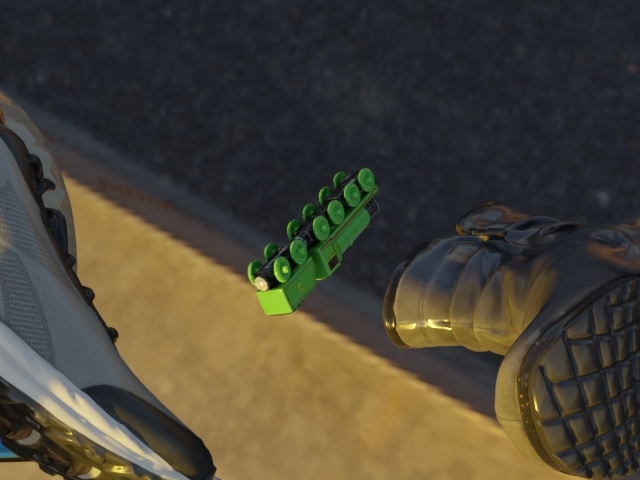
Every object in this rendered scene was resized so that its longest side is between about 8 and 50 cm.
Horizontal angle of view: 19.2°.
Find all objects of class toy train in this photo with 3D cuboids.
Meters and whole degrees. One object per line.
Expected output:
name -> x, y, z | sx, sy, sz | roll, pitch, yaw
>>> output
toy train -> 0.000, 0.000, 0.701 | 0.017, 0.023, 0.083 | -8, 25, 36

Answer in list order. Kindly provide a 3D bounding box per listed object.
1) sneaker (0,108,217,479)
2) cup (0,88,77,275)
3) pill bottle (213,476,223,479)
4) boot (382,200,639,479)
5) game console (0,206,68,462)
sneaker -> -0.141, 0.010, 0.814 | 0.271, 0.100, 0.108 | 45, 67, -5
cup -> -0.384, 0.019, 1.410 | 0.331, 0.331, 0.237 | 41, 18, 26
pill bottle -> -0.054, 0.225, 1.324 | 0.086, 0.152, 0.086 | -19, 55, 28
boot -> 0.133, 0.060, 1.238 | 0.223, 0.118, 0.338 | 0, 15, 31
game console -> -0.294, 0.071, 1.088 | 0.293, 0.250, 0.173 | 1, 71, -18
